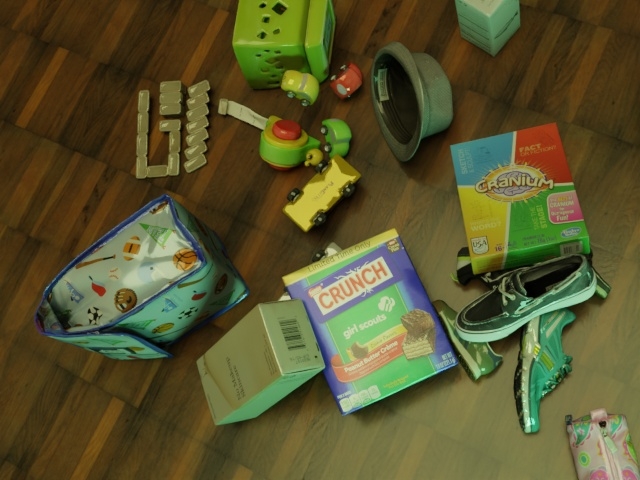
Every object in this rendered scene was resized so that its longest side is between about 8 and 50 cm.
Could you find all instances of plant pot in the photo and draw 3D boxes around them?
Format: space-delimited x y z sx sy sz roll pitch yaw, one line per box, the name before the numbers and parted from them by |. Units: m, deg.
plant pot | -0.077 -0.507 2.073 0.207 0.227 0.228 4 74 9

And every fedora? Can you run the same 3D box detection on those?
fedora | 0.219 -0.325 1.959 0.124 0.244 0.275 -12 58 -20

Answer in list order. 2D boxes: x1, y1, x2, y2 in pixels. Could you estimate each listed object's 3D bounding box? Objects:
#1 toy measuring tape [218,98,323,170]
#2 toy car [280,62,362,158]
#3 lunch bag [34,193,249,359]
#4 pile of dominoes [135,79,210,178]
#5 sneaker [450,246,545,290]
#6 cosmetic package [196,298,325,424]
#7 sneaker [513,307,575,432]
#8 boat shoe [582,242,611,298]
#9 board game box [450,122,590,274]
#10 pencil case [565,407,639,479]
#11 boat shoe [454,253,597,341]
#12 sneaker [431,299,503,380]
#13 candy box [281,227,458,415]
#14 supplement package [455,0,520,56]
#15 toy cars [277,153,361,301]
toy measuring tape | -0.139 -0.252 2.057 0.330 0.121 0.121 28 82 22
toy car | 0.032 -0.305 2.022 0.053 0.239 0.225 -10 94 54
lunch bag | -0.393 0.122 1.900 0.385 0.328 0.239 -32 70 1
pile of dominoes | -0.369 -0.280 2.186 0.196 0.040 0.251 -2 81 14
sneaker | 0.399 0.075 1.844 0.234 0.084 0.097 8 85 24
cosmetic package | -0.133 0.259 1.806 0.309 0.113 0.160 -44 60 45
sneaker | 0.458 0.258 1.754 0.110 0.107 0.275 12 76 9
boat shoe | 0.537 0.024 1.815 0.073 0.080 0.223 -43 63 4
board game box | 0.419 -0.094 1.843 0.242 0.064 0.316 -12 53 11
pencil case | 0.560 0.469 1.649 0.124 0.124 0.284 -12 71 11
boat shoe | 0.403 0.110 1.734 0.301 0.102 0.108 -22 46 17
sneaker | 0.316 0.199 1.833 0.086 0.064 0.192 -25 65 -8
candy box | 0.105 0.170 1.819 0.268 0.122 0.317 -25 80 0
supplement package | 0.385 -0.527 1.973 0.105 0.179 0.105 38 86 22
toy cars | 0.000 0.000 1.964 0.176 0.087 0.394 2 78 3
